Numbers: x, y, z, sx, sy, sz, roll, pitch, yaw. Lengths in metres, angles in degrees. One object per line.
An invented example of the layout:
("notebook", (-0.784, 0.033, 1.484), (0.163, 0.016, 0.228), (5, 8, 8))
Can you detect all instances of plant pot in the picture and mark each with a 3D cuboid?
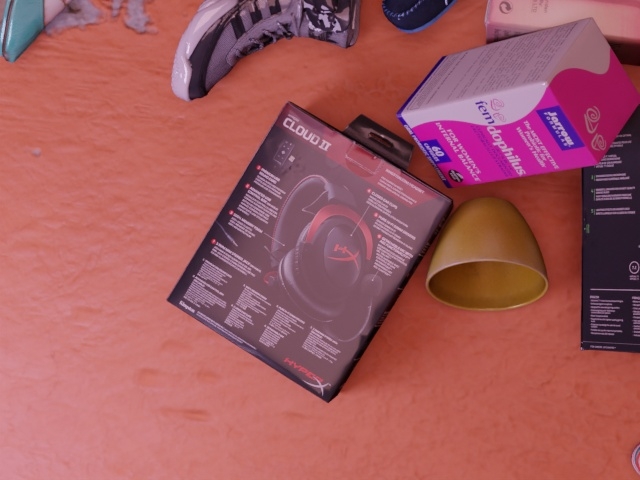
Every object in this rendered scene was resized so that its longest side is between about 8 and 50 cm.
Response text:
("plant pot", (0.184, 0.009, 1.527), (0.134, 0.134, 0.095), (-1, 63, 7))

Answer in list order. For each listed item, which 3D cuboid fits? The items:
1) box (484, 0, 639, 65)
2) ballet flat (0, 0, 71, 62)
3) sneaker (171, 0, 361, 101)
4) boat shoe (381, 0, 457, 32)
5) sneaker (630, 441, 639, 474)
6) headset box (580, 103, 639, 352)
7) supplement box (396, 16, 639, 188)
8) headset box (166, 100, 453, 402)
("box", (0.301, -0.268, 1.499), (0.232, 0.148, 0.127), (9, 90, 8))
("ballet flat", (-0.321, -0.328, 1.613), (0.087, 0.083, 0.247), (7, 91, -7))
("sneaker", (-0.046, -0.245, 1.563), (0.153, 0.101, 0.269), (37, 90, 9))
("boat shoe", (0.139, -0.359, 1.542), (0.109, 0.089, 0.258), (25, 83, 37))
("sneaker", (0.415, 0.278, 1.508), (0.161, 0.075, 0.057), (35, 93, 7))
("headset box", (0.404, -0.022, 1.429), (0.246, 0.131, 0.283), (-3, 87, 50))
("supplement box", (0.207, -0.141, 1.452), (0.111, 0.220, 0.114), (52, 56, -22))
("headset box", (0.000, 0.000, 1.548), (0.218, 0.110, 0.293), (31, 92, 6))
